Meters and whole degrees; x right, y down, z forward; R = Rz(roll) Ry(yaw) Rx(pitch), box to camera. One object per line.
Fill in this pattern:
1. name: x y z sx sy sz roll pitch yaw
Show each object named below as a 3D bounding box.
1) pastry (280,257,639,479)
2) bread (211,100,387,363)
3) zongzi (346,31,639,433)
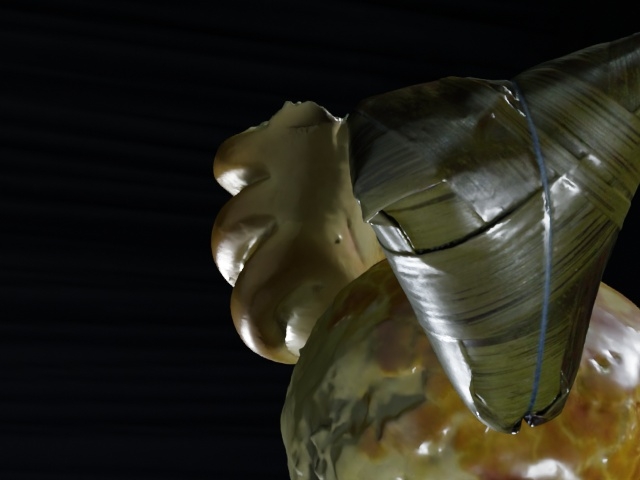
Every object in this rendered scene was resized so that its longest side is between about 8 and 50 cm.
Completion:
1. pastry: 0.160 0.164 1.608 0.313 0.388 0.388 -56 -146 27
2. bread: 0.000 0.000 1.865 0.211 0.315 0.270 2 -96 34
3. zongzi: 0.199 -0.020 1.289 0.286 0.300 0.138 61 6 -32
